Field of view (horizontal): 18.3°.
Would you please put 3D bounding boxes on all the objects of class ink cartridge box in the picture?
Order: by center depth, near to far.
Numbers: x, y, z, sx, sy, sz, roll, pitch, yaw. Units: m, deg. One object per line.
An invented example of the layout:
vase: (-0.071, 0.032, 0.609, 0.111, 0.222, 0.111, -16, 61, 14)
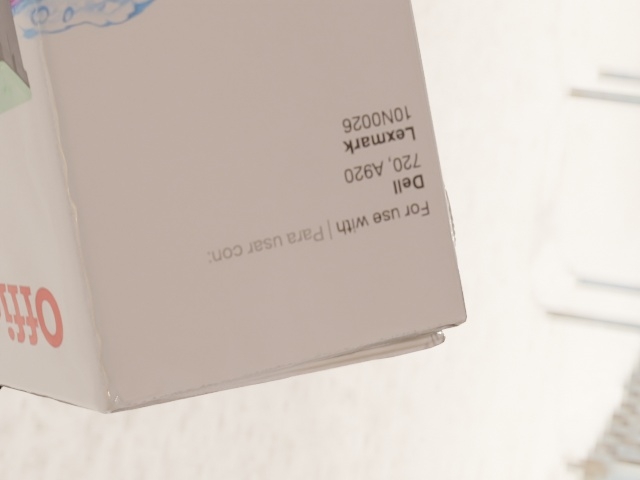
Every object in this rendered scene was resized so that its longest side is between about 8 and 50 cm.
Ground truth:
ink cartridge box: (-0.073, -0.097, 0.606, 0.201, 0.117, 0.278, 2, -77, 64)

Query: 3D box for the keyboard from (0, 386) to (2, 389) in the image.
keyboard: (-0.240, 0.083, 1.195, 0.108, 0.023, 0.180, 23, 109, -43)

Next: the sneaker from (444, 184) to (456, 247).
sneaker: (0.000, 0.000, 1.496, 0.235, 0.153, 0.094, 171, -92, -71)
